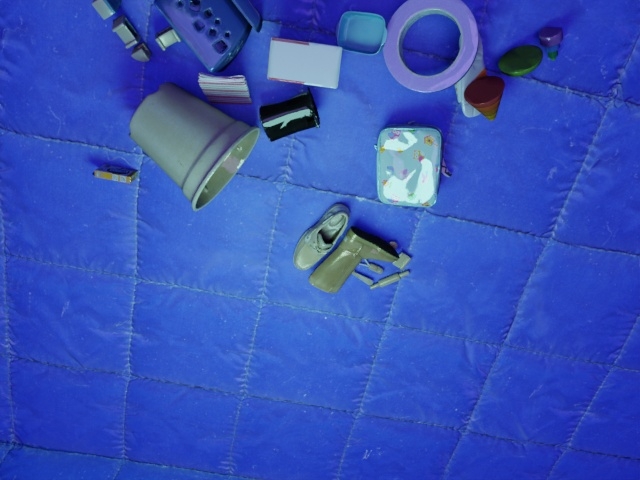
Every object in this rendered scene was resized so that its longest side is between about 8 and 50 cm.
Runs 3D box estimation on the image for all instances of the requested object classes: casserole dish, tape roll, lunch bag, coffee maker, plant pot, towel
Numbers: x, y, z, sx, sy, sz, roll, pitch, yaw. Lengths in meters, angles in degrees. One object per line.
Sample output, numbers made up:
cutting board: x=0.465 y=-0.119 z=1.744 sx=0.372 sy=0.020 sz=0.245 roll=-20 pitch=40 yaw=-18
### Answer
casserole dish: x=0.129 y=-0.626 z=1.472 sx=0.188 sy=0.037 sz=0.114 roll=25 pitch=117 yaw=33
tape roll: x=0.330 y=-0.587 z=1.459 sx=0.274 sy=0.090 sz=0.275 roll=5 pitch=107 yaw=18
lunch bag: x=0.292 y=-0.258 z=1.630 sx=0.224 sy=0.108 sz=0.279 roll=5 pitch=112 yaw=17
coffee maker: x=-0.100 y=-0.395 z=1.547 sx=0.178 sy=0.171 sz=0.120 roll=-18 pitch=113 yaw=8
plant pot: x=-0.409 y=-0.316 z=1.528 sx=0.305 sy=0.334 sz=0.334 roll=39 pitch=109 yaw=-4
towel: x=-0.292 y=-0.469 z=1.517 sx=0.144 sy=0.197 sz=0.029 roll=3 pitch=85 yaw=-1
plant pot: x=-0.301 y=-0.646 z=1.407 sx=0.212 sy=0.236 sz=0.236 roll=-37 pitch=109 yaw=10

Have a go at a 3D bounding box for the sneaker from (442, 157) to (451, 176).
sneaker: x=0.418 y=-0.262 z=1.676 sx=0.109 sy=0.040 sz=0.044 roll=40 pitch=106 yaw=-16

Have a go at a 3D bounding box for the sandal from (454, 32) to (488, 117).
sandal: x=0.471 y=-0.527 z=1.541 sx=0.102 sy=0.076 sz=0.265 roll=-12 pitch=105 yaw=-15

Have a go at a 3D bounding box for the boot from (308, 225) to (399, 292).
boot: x=0.122 y=0.093 z=1.792 sx=0.236 sy=0.089 sz=0.269 roll=28 pitch=117 yaw=-17

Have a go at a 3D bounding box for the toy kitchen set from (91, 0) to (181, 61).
toy kitchen set: x=-0.542 y=-0.679 z=1.473 sx=0.166 sy=0.122 sz=0.207 roll=-25 pitch=132 yaw=11

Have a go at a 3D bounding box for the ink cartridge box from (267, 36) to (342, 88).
ink cartridge box: x=-0.043 y=-0.526 z=1.435 sx=0.197 sy=0.273 sz=0.114 roll=7 pitch=111 yaw=-3

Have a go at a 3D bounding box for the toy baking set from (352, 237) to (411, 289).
toy baking set: x=0.212 y=0.093 z=1.846 sx=0.256 sy=0.030 sz=0.197 roll=-28 pitch=108 yaw=13

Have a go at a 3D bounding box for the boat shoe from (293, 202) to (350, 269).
boat shoe: x=0.000 y=0.000 z=1.764 sx=0.109 sy=0.098 sz=0.302 roll=35 pitch=110 yaw=-14

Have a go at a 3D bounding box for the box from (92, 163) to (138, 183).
box: x=-0.708 y=-0.232 z=1.673 sx=0.136 sy=0.081 sz=0.028 roll=12 pitch=114 yaw=-6

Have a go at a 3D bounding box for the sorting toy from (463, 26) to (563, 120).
sorting toy: x=0.610 y=-0.501 z=1.508 sx=0.365 sy=0.127 sz=0.126 roll=-41 pitch=134 yaw=-4
